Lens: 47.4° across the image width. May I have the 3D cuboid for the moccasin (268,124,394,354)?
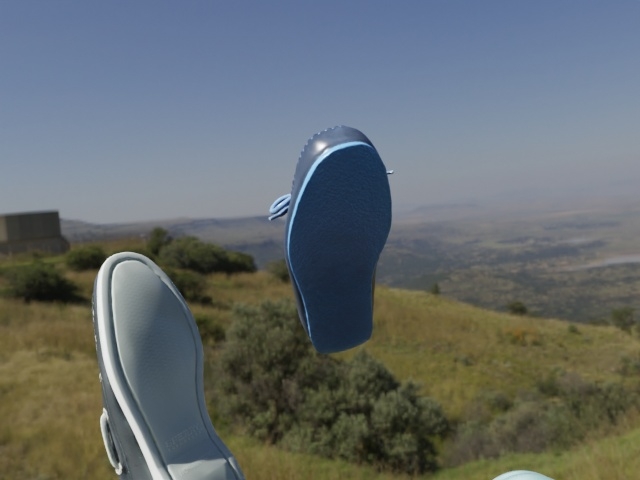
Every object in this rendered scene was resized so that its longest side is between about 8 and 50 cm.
[{"bbox_3d":[0.000,0.000,0.860,0.138,0.341,0.116,-8,47,-14],"label":"moccasin"}]

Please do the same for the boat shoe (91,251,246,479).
[{"bbox_3d":[-0.158,0.163,0.680,0.091,0.302,0.114,-28,-15,36],"label":"boat shoe"}]

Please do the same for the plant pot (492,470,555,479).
[{"bbox_3d":[0.526,0.698,1.720,0.293,0.292,0.196,-6,-14,-13],"label":"plant pot"}]
